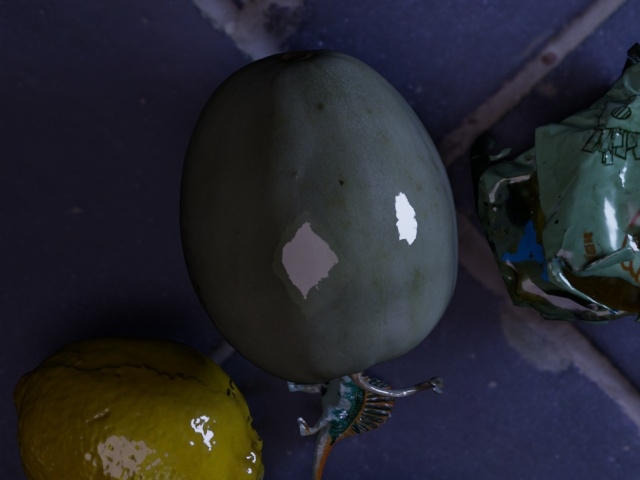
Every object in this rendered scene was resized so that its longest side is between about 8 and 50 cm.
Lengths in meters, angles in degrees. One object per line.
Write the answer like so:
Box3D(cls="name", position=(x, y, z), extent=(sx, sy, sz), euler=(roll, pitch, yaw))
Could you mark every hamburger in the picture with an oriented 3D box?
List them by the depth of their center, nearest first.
Box3D(cls="hamburger", position=(0.280, -0.015, 1.396), extent=(0.276, 0.150, 0.260), euler=(-31, 102, 16))

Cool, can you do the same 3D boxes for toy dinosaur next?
Box3D(cls="toy dinosaur", position=(0.026, 0.172, 1.551), extent=(0.106, 0.044, 0.187), euler=(-14, 107, -5))

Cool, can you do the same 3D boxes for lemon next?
Box3D(cls="lemon", position=(-0.179, 0.191, 1.493), extent=(0.260, 0.204, 0.204), euler=(17, 110, 0))

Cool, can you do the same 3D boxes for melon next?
Box3D(cls="melon", position=(-0.003, -0.016, 1.373), extent=(0.272, 0.272, 0.307), euler=(-5, 78, 8))
